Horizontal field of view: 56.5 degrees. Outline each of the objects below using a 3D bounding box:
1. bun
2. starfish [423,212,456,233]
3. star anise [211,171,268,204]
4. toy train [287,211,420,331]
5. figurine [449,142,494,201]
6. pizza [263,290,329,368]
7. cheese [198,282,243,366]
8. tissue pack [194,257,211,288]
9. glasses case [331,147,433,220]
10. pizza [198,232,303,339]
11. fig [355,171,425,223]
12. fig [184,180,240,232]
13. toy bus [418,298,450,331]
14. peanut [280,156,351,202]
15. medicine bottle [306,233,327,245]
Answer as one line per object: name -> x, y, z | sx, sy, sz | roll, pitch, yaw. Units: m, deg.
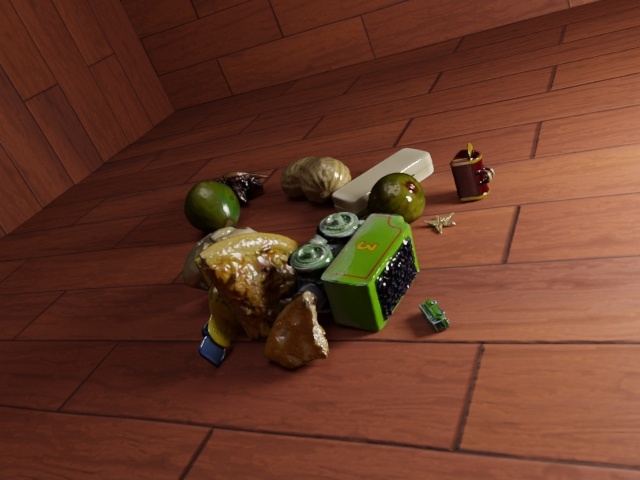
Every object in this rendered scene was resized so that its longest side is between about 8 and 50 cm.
bun -> -0.272, 0.041, 1.624 | 0.237, 0.210, 0.116 | -29, 70, -3
starfish -> 0.308, -0.045, 1.545 | 0.092, 0.016, 0.086 | 3, 35, 31
star anise -> -0.325, -0.192, 2.179 | 0.190, 0.126, 0.220 | -3, 36, 41
toy train -> 0.085, 0.057, 1.372 | 0.249, 0.173, 0.307 | 6, 38, 33
figurine -> 0.405, -0.182, 1.565 | 0.098, 0.154, 0.082 | 8, 40, 40
pizza -> -0.037, 0.203, 1.264 | 0.062, 0.182, 0.161 | 9, 20, -47
cheese -> -0.224, 0.175, 1.418 | 0.064, 0.156, 0.250 | -13, 42, 36
tissue pack -> -0.237, 0.106, 1.511 | 0.095, 0.176, 0.062 | -30, 27, -14
glasses case -> 0.190, -0.175, 1.806 | 0.313, 0.070, 0.131 | -34, 29, -20
pizza -> -0.129, 0.061, 1.409 | 0.087, 0.268, 0.258 | -4, 35, 49
fig -> 0.174, -0.085, 1.648 | 0.259, 0.151, 0.151 | -35, 12, 47
fig -> -0.357, -0.103, 1.996 | 0.181, 0.181, 0.191 | -34, 51, -21
toy bus -> 0.235, 0.154, 1.227 | 0.037, 0.031, 0.083 | -30, 27, 1
peanut -> -0.021, -0.199, 1.945 | 0.325, 0.140, 0.153 | 3, 78, 52
medicine bottle -> 0.000, 0.000, 1.663 | 0.047, 0.047, 0.083 | 0, 34, 37
